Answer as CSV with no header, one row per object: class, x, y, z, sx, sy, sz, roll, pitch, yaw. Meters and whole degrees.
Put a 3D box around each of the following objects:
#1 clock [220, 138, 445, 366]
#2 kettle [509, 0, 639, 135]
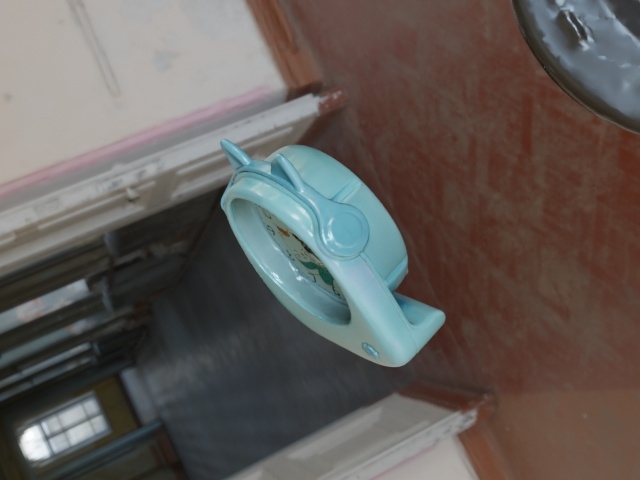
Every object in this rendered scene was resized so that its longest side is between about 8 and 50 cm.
clock,0.000,0.000,0.939,0.223,0.094,0.274,22,147,49
kettle,0.246,-0.163,0.527,0.290,0.268,0.207,-39,-42,-73
